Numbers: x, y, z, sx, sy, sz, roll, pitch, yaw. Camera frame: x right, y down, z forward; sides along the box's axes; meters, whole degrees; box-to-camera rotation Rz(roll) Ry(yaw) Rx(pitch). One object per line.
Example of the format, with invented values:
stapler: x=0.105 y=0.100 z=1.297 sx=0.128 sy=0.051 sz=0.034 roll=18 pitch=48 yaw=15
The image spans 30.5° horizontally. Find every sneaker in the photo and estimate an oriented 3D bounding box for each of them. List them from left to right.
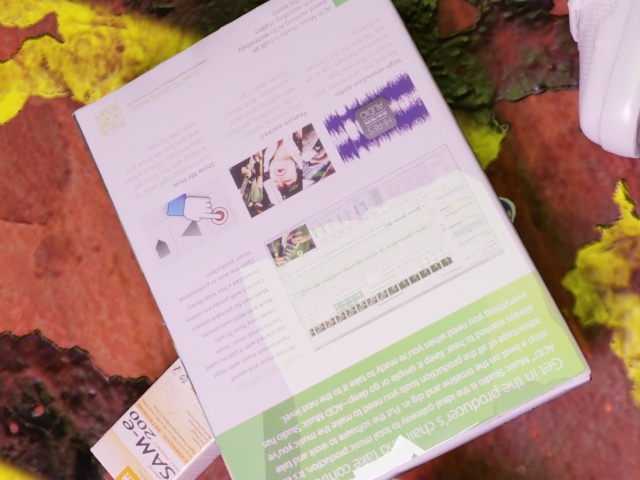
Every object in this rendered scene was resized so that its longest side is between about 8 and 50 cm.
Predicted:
sneaker: x=0.167 y=-0.197 z=0.780 sx=0.169 sy=0.108 sz=0.292 roll=10 pitch=72 yaw=19

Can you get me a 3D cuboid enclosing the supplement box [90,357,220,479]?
supplement box: x=-0.103 y=0.134 z=0.820 sx=0.098 sy=0.036 sz=0.062 roll=-46 pitch=71 yaw=3

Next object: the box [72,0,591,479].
box: x=0.000 y=0.000 z=0.771 sx=0.232 sy=0.058 sz=0.322 roll=-28 pitch=73 yaw=9

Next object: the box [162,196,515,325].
box: x=0.013 y=0.018 z=0.810 sx=0.225 sy=0.036 sz=0.136 roll=12 pitch=83 yaw=18

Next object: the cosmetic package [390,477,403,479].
cosmetic package: x=0.036 y=0.273 z=0.706 sx=0.099 sy=0.060 sz=0.239 roll=34 pitch=101 yaw=42
